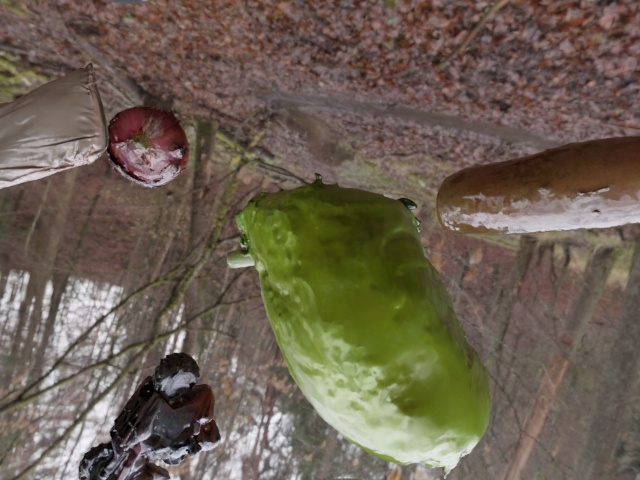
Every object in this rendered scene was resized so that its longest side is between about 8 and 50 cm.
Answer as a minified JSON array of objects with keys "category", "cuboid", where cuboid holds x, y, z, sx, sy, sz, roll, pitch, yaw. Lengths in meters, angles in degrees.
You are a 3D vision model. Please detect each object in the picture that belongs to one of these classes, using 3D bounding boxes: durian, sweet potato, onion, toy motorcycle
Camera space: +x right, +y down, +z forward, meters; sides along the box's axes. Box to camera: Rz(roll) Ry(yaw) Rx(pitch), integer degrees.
[{"category":"durian","cuboid":[0.065,0.088,0.539,0.255,0.204,0.340,8,-129,-44]},{"category":"sweet potato","cuboid":[0.251,-0.031,0.261,0.385,0.109,0.109,10,179,38]},{"category":"onion","cuboid":[-0.372,-0.210,1.062,0.183,0.184,0.147,17,-159,-9]},{"category":"toy motorcycle","cuboid":[-0.330,0.409,0.908,0.207,0.401,0.134,45,168,-32]}]

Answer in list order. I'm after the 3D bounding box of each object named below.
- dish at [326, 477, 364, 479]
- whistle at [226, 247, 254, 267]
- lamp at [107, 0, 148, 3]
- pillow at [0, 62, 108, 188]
[{"category":"dish","cuboid":[0.032,0.492,0.664,0.273,0.274,0.134,18,175,15]},{"category":"whistle","cuboid":[0.000,0.000,0.741,0.288,0.106,0.131,-9,-179,-5]},{"category":"lamp","cuboid":[-0.167,-0.359,0.560,0.313,0.182,0.182,1,-169,-26]},{"category":"pillow","cuboid":[-0.511,-0.201,0.876,0.269,0.174,0.067,-13,-178,10]}]
